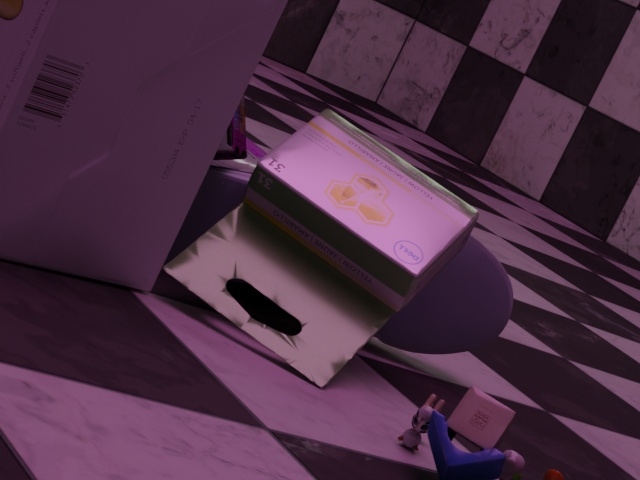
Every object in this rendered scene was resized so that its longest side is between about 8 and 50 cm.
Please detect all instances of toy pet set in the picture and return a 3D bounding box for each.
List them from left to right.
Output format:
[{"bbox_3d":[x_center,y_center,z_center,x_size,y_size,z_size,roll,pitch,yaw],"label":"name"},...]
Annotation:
[{"bbox_3d":[0.113,0.166,1.219,0.122,0.065,0.114,31,-25,14],"label":"toy pet set"}]

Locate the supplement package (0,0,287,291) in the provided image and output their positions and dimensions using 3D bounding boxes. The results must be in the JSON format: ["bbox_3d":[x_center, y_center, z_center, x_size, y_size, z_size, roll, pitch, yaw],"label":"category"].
[{"bbox_3d":[-0.189,-0.121,1.285,0.204,0.262,0.145,16,13,-46],"label":"supplement package"}]

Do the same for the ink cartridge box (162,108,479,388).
[{"bbox_3d":[0.005,-0.001,1.384,0.171,0.056,0.235,36,41,12],"label":"ink cartridge box"}]

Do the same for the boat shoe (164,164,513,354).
[{"bbox_3d":[-0.004,0.008,1.554,0.367,0.136,0.156,13,9,-15],"label":"boat shoe"}]

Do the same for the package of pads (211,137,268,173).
[{"bbox_3d":[-0.173,-0.095,1.702,0.229,0.101,0.296,20,10,-34],"label":"package of pads"}]

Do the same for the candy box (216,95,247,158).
[{"bbox_3d":[-0.108,-0.189,1.472,0.071,0.233,0.159,-2,0,2],"label":"candy box"}]
